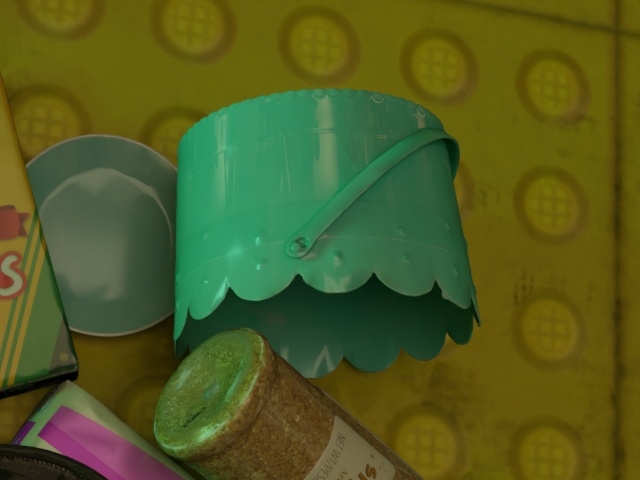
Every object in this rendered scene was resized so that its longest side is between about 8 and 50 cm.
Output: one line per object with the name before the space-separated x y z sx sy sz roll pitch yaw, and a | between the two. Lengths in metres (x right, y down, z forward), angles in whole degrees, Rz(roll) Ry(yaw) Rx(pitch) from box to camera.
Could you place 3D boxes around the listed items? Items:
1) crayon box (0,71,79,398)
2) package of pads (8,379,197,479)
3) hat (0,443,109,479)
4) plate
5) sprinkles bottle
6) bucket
crayon box | -0.340 -0.013 1.236 0.202 0.081 0.319 -15 81 -12
package of pads | -0.172 0.296 1.218 0.296 0.101 0.229 39 68 -6
hat | -0.240 0.309 1.066 0.331 0.134 0.331 3 77 -13
plate | -0.196 -0.004 1.327 0.188 0.024 0.188 5 74 -17
sprinkles bottle | 0.020 0.218 1.227 0.355 0.121 0.121 44 65 -29
bucket | 0.000 0.000 1.268 0.281 0.281 0.183 2 71 -18
